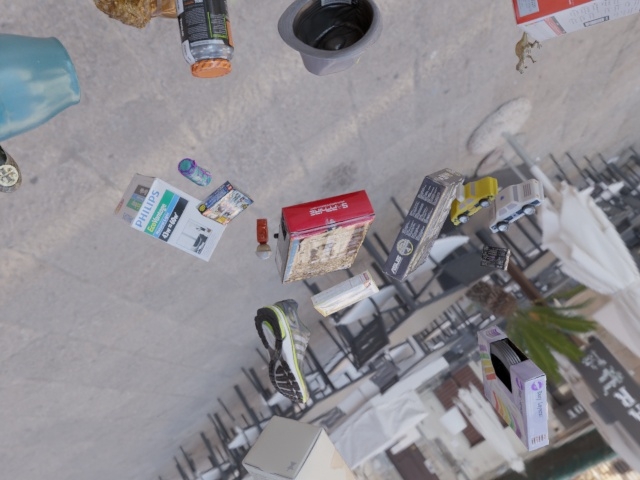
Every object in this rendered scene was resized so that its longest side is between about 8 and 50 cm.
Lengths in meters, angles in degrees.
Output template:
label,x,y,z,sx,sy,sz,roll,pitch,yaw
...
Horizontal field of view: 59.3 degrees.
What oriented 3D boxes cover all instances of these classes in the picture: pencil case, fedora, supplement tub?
label,x,y,z,sx,sy,sz,roll,pitch,yaw
pencil case,-0.436,-0.238,1.964,0.070,0.064,0.152,-21,167,9
fedora,0.027,-0.507,1.411,0.275,0.244,0.124,-57,165,-25
supplement tub,-0.260,-0.473,1.271,0.117,0.190,0.117,-8,-178,0

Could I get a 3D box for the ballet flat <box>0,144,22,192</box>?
label,x,y,z,sx,sy,sz,roll,pitch,yaw
ballet flat,-0.722,-0.210,1.179,0.058,0.249,0.084,-14,-157,50

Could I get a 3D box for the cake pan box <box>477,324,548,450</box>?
label,x,y,z,sx,sy,sz,roll,pitch,yaw
cake pan box,0.532,0.399,1.559,0.070,0.245,0.266,-19,118,-9

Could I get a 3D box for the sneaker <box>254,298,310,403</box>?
label,x,y,z,sx,sy,sz,roll,pitch,yaw
sneaker,-0.071,0.288,1.464,0.121,0.111,0.299,-30,116,-43

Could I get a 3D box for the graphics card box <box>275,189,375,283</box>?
label,x,y,z,sx,sy,sz,roll,pitch,yaw
graphics card box,0.000,0.000,1.580,0.233,0.094,0.371,-14,158,-13

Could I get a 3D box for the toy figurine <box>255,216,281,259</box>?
label,x,y,z,sx,sy,sz,roll,pitch,yaw
toy figurine,-0.107,-0.008,1.961,0.213,0.148,0.210,-2,-179,43

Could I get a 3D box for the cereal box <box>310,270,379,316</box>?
label,x,y,z,sx,sy,sz,roll,pitch,yaw
cereal box,0.095,0.204,2.137,0.240,0.047,0.173,-26,155,4

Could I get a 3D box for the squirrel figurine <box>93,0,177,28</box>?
label,x,y,z,sx,sy,sz,roll,pitch,yaw
squirrel figurine,-0.416,-0.728,1.328,0.397,0.281,0.370,-65,177,-48

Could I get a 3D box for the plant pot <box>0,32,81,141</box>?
label,x,y,z,sx,sy,sz,roll,pitch,yaw
plant pot,-0.780,-0.409,1.450,0.255,0.271,0.271,-28,159,-33

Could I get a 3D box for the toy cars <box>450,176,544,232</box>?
label,x,y,z,sx,sy,sz,roll,pitch,yaw
toy cars,0.504,-0.123,1.704,0.176,0.087,0.394,-62,-160,-2

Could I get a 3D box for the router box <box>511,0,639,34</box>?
label,x,y,z,sx,sy,sz,roll,pitch,yaw
router box,0.518,-0.452,1.002,0.301,0.082,0.335,-10,-172,28

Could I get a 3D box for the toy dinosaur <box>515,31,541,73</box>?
label,x,y,z,sx,sy,sz,roll,pitch,yaw
toy dinosaur,0.652,-0.618,1.790,0.053,0.092,0.183,-8,118,-18

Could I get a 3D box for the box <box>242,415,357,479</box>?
label,x,y,z,sx,sy,sz,roll,pitch,yaw
box,-0.013,0.517,1.166,0.121,0.148,0.311,-52,129,-37

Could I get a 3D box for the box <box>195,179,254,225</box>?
label,x,y,z,sx,sy,sz,roll,pitch,yaw
box,-0.215,-0.083,1.281,0.094,0.027,0.137,-38,166,5

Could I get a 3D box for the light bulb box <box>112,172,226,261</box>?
label,x,y,z,sx,sy,sz,roll,pitch,yaw
light bulb box,-0.643,-0.105,2.413,0.361,0.358,0.225,30,83,-32

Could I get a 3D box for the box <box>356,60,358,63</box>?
label,x,y,z,sx,sy,sz,roll,pitch,yaw
box,0.043,-0.732,2.052,0.087,0.232,0.058,103,11,-77

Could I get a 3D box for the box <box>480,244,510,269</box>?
label,x,y,z,sx,sy,sz,roll,pitch,yaw
box,0.539,0.053,1.737,0.018,0.083,0.067,8,91,-45

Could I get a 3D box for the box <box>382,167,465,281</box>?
label,x,y,z,sx,sy,sz,roll,pitch,yaw
box,0.393,-0.065,2.111,0.318,0.097,0.394,-29,143,-61
